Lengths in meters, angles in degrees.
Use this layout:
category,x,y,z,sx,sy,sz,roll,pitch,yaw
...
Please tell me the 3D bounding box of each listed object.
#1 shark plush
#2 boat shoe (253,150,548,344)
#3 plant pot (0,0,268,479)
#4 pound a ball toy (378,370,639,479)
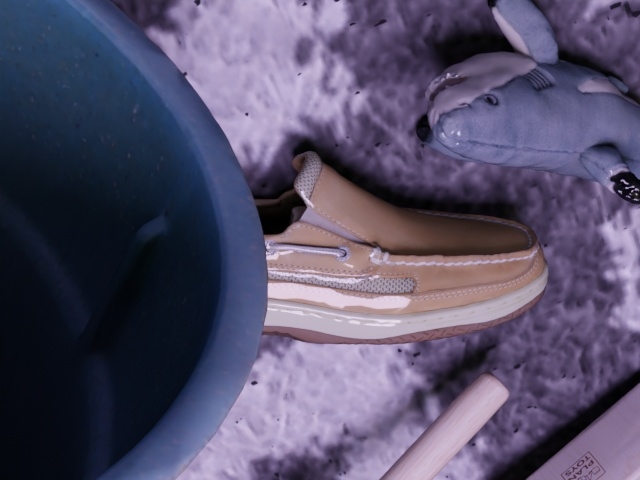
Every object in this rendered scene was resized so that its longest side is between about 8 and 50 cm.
category,x,y,z,sx,sy,sz,roll,pitch,yaw
shark plush,0.107,-0.031,0.619,0.161,0.067,0.073,29,111,-26
boat shoe,0.000,0.000,0.621,0.190,0.068,0.072,-4,110,-9
plant pot,-0.233,0.085,0.486,0.341,0.341,0.334,13,126,-19
pound a ball toy,0.124,0.153,0.670,0.319,0.136,0.208,-41,121,2
